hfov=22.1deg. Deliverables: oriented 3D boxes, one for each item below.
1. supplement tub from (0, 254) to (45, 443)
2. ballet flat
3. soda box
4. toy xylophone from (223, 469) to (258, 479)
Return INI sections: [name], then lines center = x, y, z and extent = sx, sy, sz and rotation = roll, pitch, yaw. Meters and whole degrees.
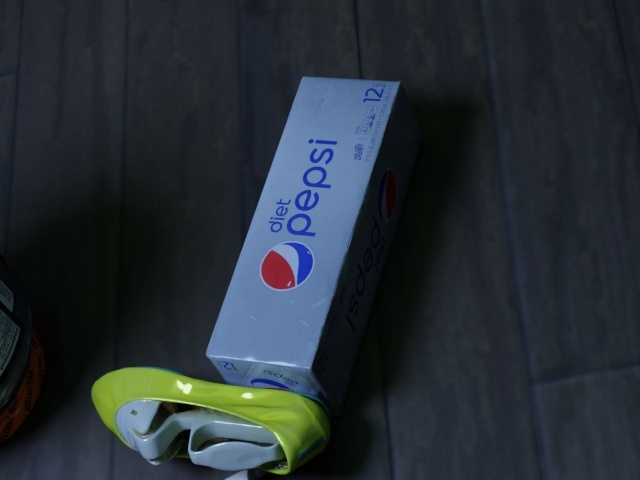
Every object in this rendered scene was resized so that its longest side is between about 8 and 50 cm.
[supplement tub]
center = -0.375, 0.044, 1.357
extent = 0.207, 0.338, 0.207
rotation = -10, 55, 15
[ballet flat]
center = -0.103, 0.151, 1.332
extent = 0.231, 0.077, 0.077
rotation = 3, 34, 26
[soda box]
center = 0.000, 0.000, 1.396
extent = 0.098, 0.091, 0.286
rotation = 5, 61, 23
[toy xylophone]
center = -0.139, 0.293, 1.263
extent = 0.322, 0.081, 0.236
rotation = -20, 53, 8
